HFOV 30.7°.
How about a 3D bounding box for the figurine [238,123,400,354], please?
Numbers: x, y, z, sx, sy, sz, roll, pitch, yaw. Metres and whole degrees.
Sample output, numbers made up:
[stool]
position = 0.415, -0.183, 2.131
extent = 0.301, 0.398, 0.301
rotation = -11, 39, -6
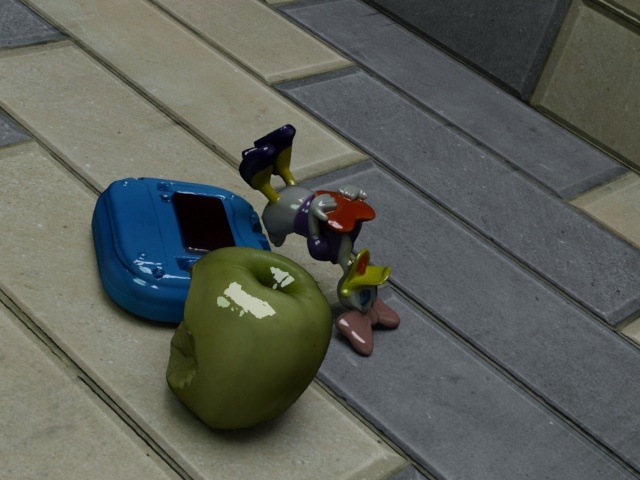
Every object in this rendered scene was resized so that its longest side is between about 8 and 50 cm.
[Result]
[figurine]
position = 0.000, -0.006, 2.046
extent = 0.421, 0.193, 0.154
rotation = 48, 39, 5

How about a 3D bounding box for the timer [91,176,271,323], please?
[timer]
position = -0.236, 0.010, 2.042
extent = 0.308, 0.115, 0.340
rotation = 7, 33, -23

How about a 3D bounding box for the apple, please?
[apple]
position = -0.112, 0.143, 1.771
extent = 0.279, 0.279, 0.279
rotation = 13, 33, -9
